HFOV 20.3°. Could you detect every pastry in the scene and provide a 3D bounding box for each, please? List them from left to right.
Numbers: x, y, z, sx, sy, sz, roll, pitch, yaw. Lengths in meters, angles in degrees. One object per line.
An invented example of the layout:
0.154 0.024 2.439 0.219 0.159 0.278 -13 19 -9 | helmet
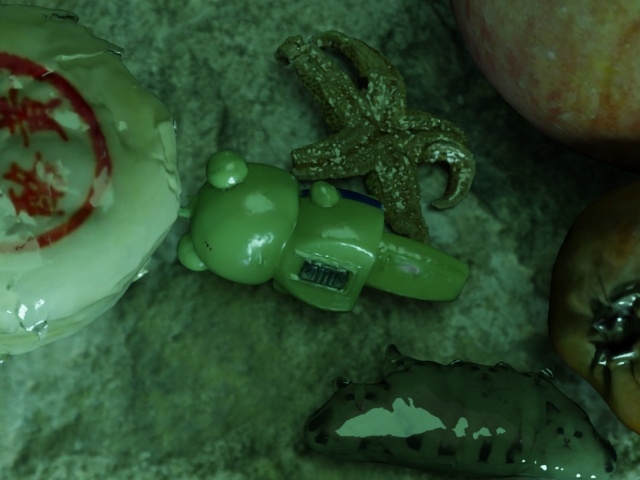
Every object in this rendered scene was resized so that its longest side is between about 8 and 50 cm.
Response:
-0.223 -0.045 1.254 0.264 0.133 0.265 8 64 -17 | pastry

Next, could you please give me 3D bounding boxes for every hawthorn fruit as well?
0.297 0.040 1.340 0.251 0.199 0.199 -17 73 -36 | hawthorn fruit

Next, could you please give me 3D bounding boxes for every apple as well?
0.269 -0.213 1.366 0.344 0.269 0.345 7 50 -8 | apple

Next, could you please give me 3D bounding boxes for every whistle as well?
0.000 0.000 1.316 0.227 0.105 0.085 15 34 -10 | whistle

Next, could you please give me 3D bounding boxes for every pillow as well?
0.106 0.127 1.314 0.241 0.051 0.093 7 71 -11 | pillow

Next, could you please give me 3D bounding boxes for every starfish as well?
0.045 -0.078 1.384 0.150 0.053 0.210 -17 75 -17 | starfish
